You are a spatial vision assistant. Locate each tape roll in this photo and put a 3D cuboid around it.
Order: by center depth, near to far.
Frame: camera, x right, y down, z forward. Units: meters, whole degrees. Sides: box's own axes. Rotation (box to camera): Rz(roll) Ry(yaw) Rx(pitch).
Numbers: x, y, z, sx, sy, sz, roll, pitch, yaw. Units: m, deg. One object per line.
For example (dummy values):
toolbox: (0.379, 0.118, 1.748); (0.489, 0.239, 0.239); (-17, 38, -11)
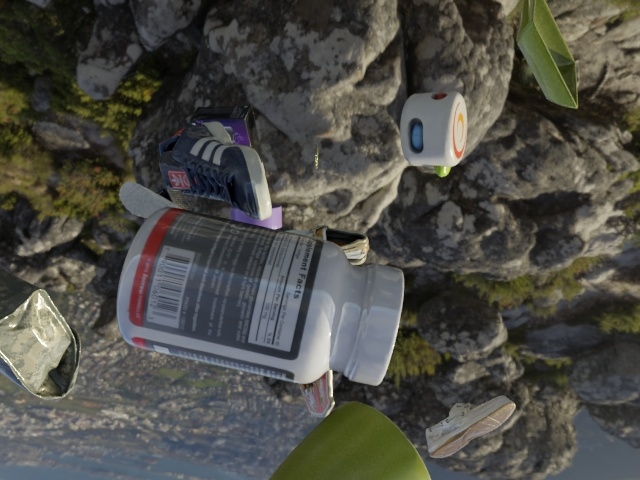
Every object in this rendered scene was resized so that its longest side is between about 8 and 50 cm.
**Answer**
tape roll: (-0.238, -0.089, 1.827); (0.189, 0.189, 0.080); (2, 101, 6)

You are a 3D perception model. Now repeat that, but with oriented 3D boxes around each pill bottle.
pill bottle: (-0.078, 0.087, 0.714); (0.362, 0.210, 0.210); (13, 143, 1)

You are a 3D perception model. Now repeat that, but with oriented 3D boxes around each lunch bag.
lunch bag: (-0.685, 0.213, 1.112); (0.235, 0.169, 0.287); (17, 136, 28)

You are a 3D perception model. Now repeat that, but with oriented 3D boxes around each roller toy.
roller toy: (0.292, -0.292, 1.288); (0.146, 0.209, 0.191); (6, 159, 28)

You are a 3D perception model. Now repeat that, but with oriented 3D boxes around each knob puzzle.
knob puzzle: (-0.028, 0.310, 1.094); (0.030, 0.213, 0.213); (-12, 150, -26)

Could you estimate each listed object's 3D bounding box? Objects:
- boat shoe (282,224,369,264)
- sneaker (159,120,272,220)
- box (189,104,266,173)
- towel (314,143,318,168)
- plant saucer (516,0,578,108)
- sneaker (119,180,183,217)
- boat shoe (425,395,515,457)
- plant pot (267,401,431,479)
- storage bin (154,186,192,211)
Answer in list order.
boat shoe: (0.000, 0.000, 1.528); (0.302, 0.113, 0.103); (4, 140, -4)
sneaker: (-0.206, -0.118, 0.902); (0.148, 0.350, 0.131); (-19, 122, -21)
box: (-0.298, -0.302, 1.616); (0.184, 0.103, 0.261); (2, 132, 11)
towel: (-0.014, -0.272, 1.586); (0.009, 0.083, 0.060); (1, 121, -1)
plant saucer: (0.420, -0.356, 0.921); (0.045, 0.188, 0.188); (-21, 122, 40)
sneaker: (-0.519, -0.107, 1.543); (0.235, 0.095, 0.090); (31, 97, 4)
boat shoe: (0.385, 0.476, 1.315); (0.098, 0.096, 0.277); (29, 119, -35)
plant pot: (0.007, 0.484, 0.878); (0.293, 0.275, 0.275); (-20, 161, -39)
storage bin: (-0.569, -0.103, 1.883); (0.122, 0.180, 0.084); (-31, 171, 24)
